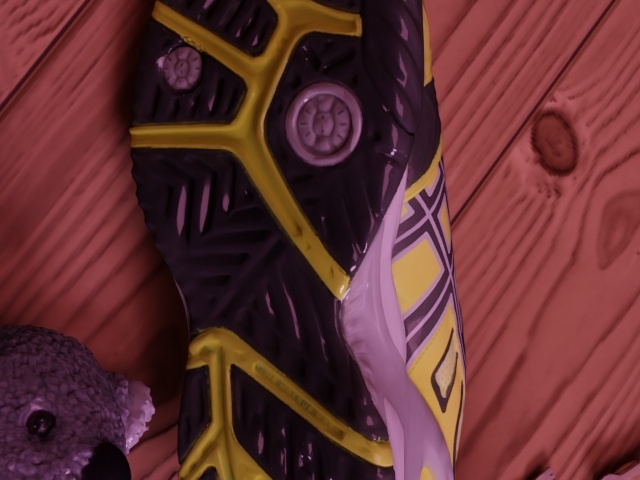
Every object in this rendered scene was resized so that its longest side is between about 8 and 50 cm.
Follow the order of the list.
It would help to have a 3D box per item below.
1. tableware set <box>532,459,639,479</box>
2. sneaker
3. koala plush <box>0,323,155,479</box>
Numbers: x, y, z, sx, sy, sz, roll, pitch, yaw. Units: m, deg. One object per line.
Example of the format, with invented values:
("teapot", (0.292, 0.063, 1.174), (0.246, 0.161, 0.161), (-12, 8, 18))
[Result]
("tableware set", (0.161, 0.204, 1.181), (0.141, 0.020, 0.168), (-22, 112, -29))
("sneaker", (0.000, 0.000, 0.979), (0.147, 0.145, 0.384), (-13, 107, -65))
("koala plush", (-0.152, 0.134, 0.878), (0.196, 0.203, 0.221), (31, 61, -44))
